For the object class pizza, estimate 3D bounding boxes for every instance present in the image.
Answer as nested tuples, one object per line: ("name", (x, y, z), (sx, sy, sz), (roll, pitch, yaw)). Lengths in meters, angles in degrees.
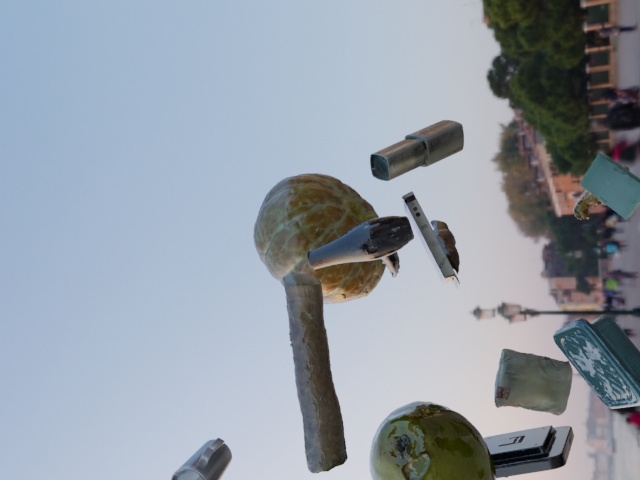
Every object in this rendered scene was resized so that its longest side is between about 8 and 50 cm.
("pizza", (0.759, -0.133, 1.789), (0.271, 0.134, 0.056), (-36, -86, -44))

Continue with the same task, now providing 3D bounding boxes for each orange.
("orange", (0.000, 0.000, 1.531), (0.329, 0.249, 0.329), (27, -148, -18))

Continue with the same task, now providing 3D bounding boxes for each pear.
("pear", (0.234, 0.475, 1.407), (0.321, 0.269, 0.269), (42, -133, -37))

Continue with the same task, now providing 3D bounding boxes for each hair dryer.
("hair dryer", (0.099, 0.036, 1.259), (0.219, 0.195, 0.075), (46, -152, -58))

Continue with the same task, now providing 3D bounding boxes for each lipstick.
("lipstick", (0.228, -0.212, 1.567), (0.252, 0.078, 0.078), (-26, -59, -33))

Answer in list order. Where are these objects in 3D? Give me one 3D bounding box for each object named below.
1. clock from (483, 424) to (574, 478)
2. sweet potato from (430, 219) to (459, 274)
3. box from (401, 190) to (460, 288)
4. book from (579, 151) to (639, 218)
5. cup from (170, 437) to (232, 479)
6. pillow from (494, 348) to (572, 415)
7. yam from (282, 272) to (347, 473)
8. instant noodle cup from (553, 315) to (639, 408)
("clock", (0.482, 0.523, 1.666), (0.278, 0.273, 0.049), (-2, -106, -65))
("sweet potato", (0.325, 0.009, 1.745), (0.274, 0.067, 0.067), (-90, -13, -64))
("box", (0.263, 0.007, 1.603), (0.247, 0.033, 0.129), (65, -177, 14))
("book", (0.664, -0.123, 1.510), (0.017, 0.135, 0.103), (-27, -31, -33))
("cup", (-0.201, 0.394, 1.171), (0.104, 0.074, 0.116), (-69, -11, 20))
("pillow", (0.475, 0.318, 1.486), (0.229, 0.051, 0.128), (14, -99, -29))
("yam", (-0.011, 0.197, 1.011), (0.066, 0.066, 0.300), (-13, -86, -67))
("instant noodle cup", (0.525, 0.216, 1.227), (0.179, 0.070, 0.157), (53, 167, 13))
